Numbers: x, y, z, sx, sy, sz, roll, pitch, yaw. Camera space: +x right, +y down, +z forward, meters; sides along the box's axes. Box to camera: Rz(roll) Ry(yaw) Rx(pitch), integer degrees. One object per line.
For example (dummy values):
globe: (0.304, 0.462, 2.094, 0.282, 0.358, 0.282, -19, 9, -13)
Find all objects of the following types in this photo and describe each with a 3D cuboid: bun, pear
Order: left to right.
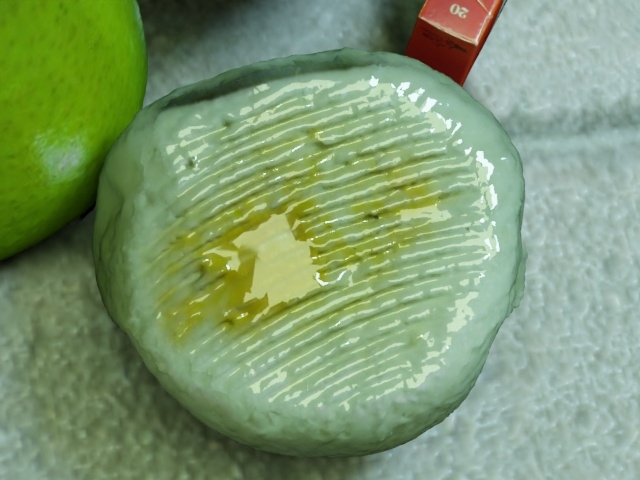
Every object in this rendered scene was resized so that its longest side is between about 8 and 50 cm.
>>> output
pear: (-0.240, -0.116, 0.906, 0.286, 0.282, 0.176, 16, 60, -1)
bun: (0.000, 0.000, 0.964, 0.244, 0.153, 0.244, 0, 89, -2)

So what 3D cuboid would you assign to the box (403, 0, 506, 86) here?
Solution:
box: (0.099, -0.165, 1.066, 0.048, 0.100, 0.152, 27, 68, 6)
